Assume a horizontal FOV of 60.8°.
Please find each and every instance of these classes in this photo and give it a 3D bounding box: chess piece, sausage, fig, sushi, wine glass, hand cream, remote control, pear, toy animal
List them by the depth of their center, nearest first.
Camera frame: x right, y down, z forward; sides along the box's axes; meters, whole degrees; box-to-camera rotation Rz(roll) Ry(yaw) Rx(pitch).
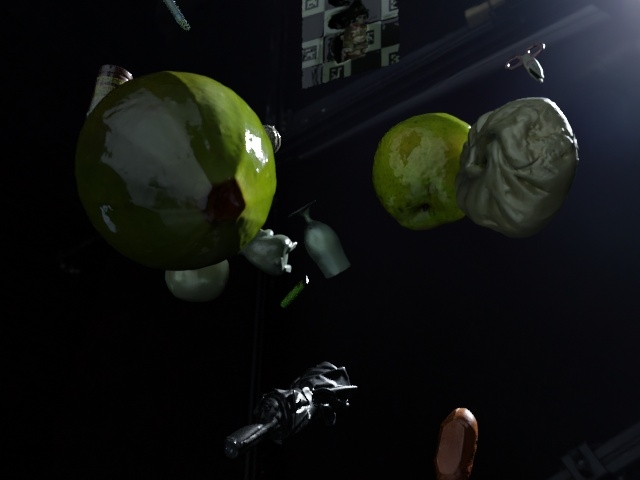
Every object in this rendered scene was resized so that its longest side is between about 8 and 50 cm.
[{"bbox_3d":[-0.191,-0.090,0.788,0.316,0.316,0.316,-20,-130,26],"label":"fig"},{"bbox_3d":[-0.288,-0.455,1.028,0.017,0.125,0.053,-33,-178,5],"label":"remote control"},{"bbox_3d":[-0.232,-0.039,1.111,0.182,0.182,0.331,3,-98,38],"label":"chess piece"},{"bbox_3d":[0.307,0.471,1.236,0.089,0.089,0.179,2,-107,38],"label":"sausage"},{"bbox_3d":[0.000,0.000,1.454,0.092,0.202,0.093,-30,-174,3],"label":"wine glass"},{"bbox_3d":[-0.198,0.011,1.528,0.251,0.127,0.125,18,-112,13],"label":"toy animal"},{"bbox_3d":[0.099,-0.604,1.550,0.296,0.100,0.373,-9,-108,25],"label":"sushi"},{"bbox_3d":[-0.077,0.158,1.654,0.122,0.023,0.036,-47,-156,23],"label":"hand cream"},{"bbox_3d":[0.335,-0.204,1.711,0.390,0.391,0.391,-20,-130,26],"label":"pear"}]

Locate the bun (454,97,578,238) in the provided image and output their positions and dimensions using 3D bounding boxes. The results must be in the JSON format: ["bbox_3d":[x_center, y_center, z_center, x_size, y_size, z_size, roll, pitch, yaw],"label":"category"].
[{"bbox_3d":[0.477,-0.186,1.401,0.359,0.210,0.360,-171,-90,-74],"label":"bun"}]

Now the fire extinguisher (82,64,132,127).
[{"bbox_3d":[-0.478,-0.253,1.206,0.106,0.075,0.252,133,-35,-69],"label":"fire extinguisher"}]

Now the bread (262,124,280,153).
[{"bbox_3d":[-0.309,-0.336,2.138,0.337,0.183,0.102,-10,-169,21],"label":"bread"}]

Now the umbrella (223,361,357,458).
[{"bbox_3d":[-0.051,0.304,0.966,0.118,0.340,0.118,3,-84,29],"label":"umbrella"}]

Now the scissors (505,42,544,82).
[{"bbox_3d":[0.427,-0.356,1.107,0.085,0.022,0.176,-29,-153,24],"label":"scissors"}]
